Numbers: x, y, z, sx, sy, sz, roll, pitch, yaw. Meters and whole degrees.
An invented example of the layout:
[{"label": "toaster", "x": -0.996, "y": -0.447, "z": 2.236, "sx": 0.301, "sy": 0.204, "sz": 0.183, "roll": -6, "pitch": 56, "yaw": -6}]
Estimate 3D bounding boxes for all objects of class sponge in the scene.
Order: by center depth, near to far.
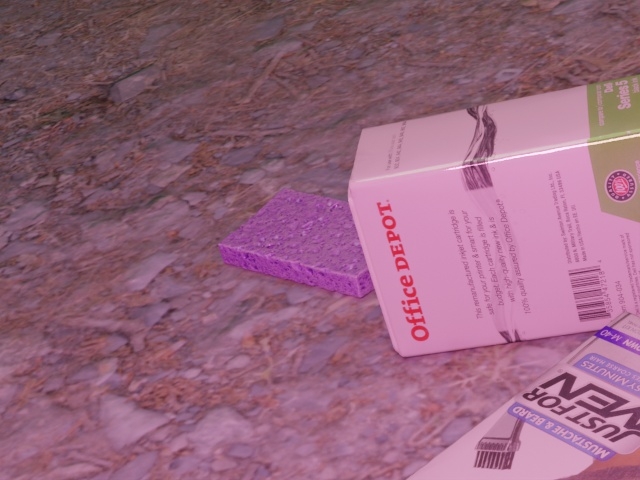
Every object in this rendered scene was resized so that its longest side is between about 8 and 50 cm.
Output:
[{"label": "sponge", "x": 0.000, "y": 0.000, "z": 1.508, "sx": 0.210, "sy": 0.031, "sz": 0.117, "roll": 14, "pitch": 43, "yaw": 42}]

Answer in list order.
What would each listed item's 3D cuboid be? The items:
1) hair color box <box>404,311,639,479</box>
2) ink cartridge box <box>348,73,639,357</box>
[{"label": "hair color box", "x": 0.178, "y": 0.202, "z": 1.004, "sx": 0.339, "sy": 0.110, "sz": 0.185, "roll": -35, "pitch": 35, "yaw": -23}, {"label": "ink cartridge box", "x": 0.182, "y": -0.018, "z": 1.270, "sx": 0.273, "sy": 0.198, "sz": 0.114, "roll": -9, "pitch": 31, "yaw": 15}]
